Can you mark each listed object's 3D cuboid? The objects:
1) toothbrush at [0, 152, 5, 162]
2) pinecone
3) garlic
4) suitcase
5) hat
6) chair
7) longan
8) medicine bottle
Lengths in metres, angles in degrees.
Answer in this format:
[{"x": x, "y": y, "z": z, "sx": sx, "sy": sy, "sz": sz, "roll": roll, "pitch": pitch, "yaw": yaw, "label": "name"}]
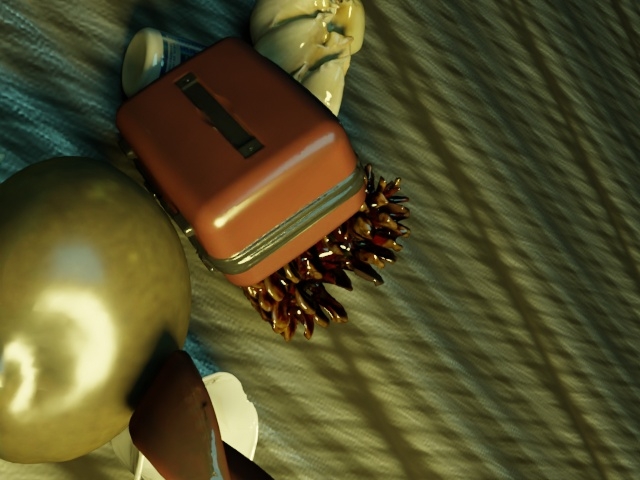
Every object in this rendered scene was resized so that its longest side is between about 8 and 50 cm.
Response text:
[{"x": -0.469, "y": -0.055, "z": 0.876, "sx": 0.204, "sy": 0.017, "sz": 0.022, "roll": -38, "pitch": 123, "yaw": -36, "label": "toothbrush"}, {"x": 0.002, "y": 0.003, "z": 1.060, "sx": 0.246, "sy": 0.292, "sz": 0.246, "roll": 52, "pitch": 14, "yaw": -19, "label": "pinecone"}, {"x": -0.027, "y": -0.314, "z": 1.156, "sx": 0.184, "sy": 0.203, "sz": 0.281, "roll": 23, "pitch": 70, "yaw": -13, "label": "garlic"}, {"x": -0.104, "y": -0.108, "z": 0.932, "sx": 0.236, "sy": 0.297, "sz": 0.161, "roll": -36, "pitch": 141, "yaw": -10, "label": "suitcase"}, {"x": -0.190, "y": 0.256, "z": 0.939, "sx": 0.203, "sy": 0.126, "sz": 0.203, "roll": -12, "pitch": 107, "yaw": -47, "label": "hat"}, {"x": -0.177, "y": 0.333, "z": 0.734, "sx": 0.226, "sy": 0.226, "sz": 0.401, "roll": 39, "pitch": 80, "yaw": -25, "label": "chair"}, {"x": -0.285, "y": 0.080, "z": 0.829, "sx": 0.288, "sy": 0.288, "sz": 0.350, "roll": 9, "pitch": 90, "yaw": -36, "label": "longan"}, {"x": -0.184, "y": -0.236, "z": 1.072, "sx": 0.191, "sy": 0.107, "sz": 0.107, "roll": 9, "pitch": 75, "yaw": -36, "label": "medicine bottle"}]
